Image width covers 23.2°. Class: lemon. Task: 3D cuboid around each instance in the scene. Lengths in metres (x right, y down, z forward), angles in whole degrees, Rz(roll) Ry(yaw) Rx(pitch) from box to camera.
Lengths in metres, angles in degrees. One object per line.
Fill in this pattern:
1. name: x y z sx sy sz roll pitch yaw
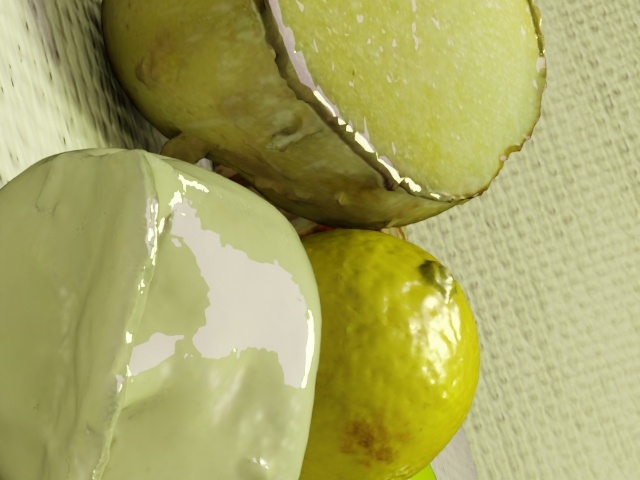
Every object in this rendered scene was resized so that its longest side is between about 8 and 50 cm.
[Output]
1. lemon: 0.016 0.113 1.425 0.267 0.267 0.267 -18 90 -81

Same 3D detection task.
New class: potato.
1. potato: -0.019 -0.184 1.516 0.442 0.319 0.385 25 60 -40

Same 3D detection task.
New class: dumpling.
1. dumpling: -0.124 0.111 0.939 0.395 0.233 0.315 92 15 -76

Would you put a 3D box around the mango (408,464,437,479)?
1. mango: 0.068 0.347 1.605 0.192 0.156 0.343 -61 138 -66

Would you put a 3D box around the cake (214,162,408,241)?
1. cake: 0.000 0.000 1.742 0.293 0.196 0.199 -97 168 -55
